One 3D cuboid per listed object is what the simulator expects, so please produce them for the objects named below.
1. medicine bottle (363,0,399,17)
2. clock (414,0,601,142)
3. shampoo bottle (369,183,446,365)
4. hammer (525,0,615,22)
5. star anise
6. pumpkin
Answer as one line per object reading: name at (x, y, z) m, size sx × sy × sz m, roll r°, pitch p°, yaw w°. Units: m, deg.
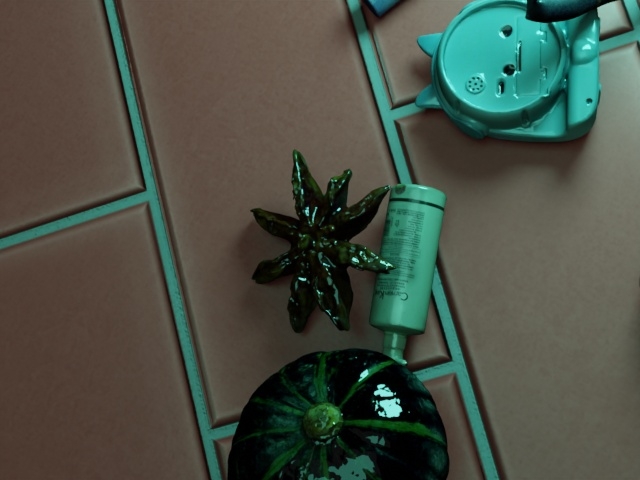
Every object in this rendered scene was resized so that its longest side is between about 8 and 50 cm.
medicine bottle at (0.164, -0.443, 1.578) m, size 0.231 × 0.059 × 0.059 m, roll -39°, pitch 73°, yaw 4°
clock at (0.275, -0.259, 1.497) m, size 0.274 × 0.094 × 0.223 m, roll -1°, pitch 77°, yaw 11°
shampoo bottle at (0.124, 0.052, 1.475) m, size 0.085 × 0.085 × 0.262 m, roll 8°, pitch 82°, yaw 15°
hammer at (0.408, -0.359, 1.438) m, size 0.290 × 0.037 × 0.137 m, roll -17°, pitch 76°, yaw -26°
star anise at (0.000, -0.001, 1.492) m, size 0.288 × 0.088 × 0.288 m, roll -7°, pitch 77°, yaw 34°
pumpkin at (0.020, 0.289, 1.361) m, size 0.315 × 0.238 × 0.315 m, roll -10°, pitch 56°, yaw 14°
